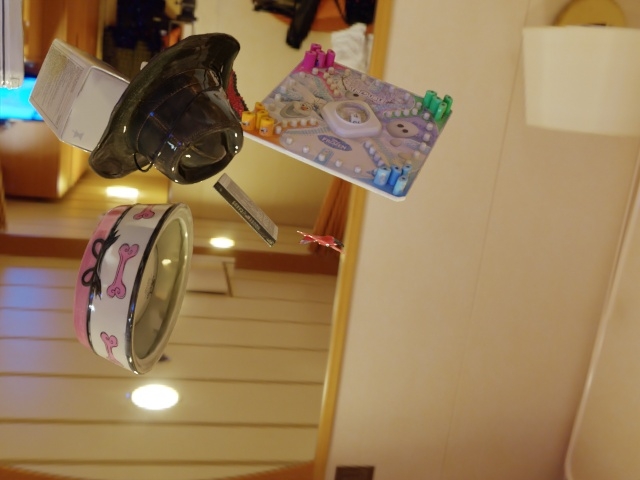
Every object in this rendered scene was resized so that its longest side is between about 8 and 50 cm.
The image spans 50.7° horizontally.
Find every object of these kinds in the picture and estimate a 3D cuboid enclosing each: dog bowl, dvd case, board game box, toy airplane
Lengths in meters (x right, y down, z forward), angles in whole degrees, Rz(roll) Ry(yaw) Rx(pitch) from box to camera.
[{"bbox_3d":[-0.428,0.096,1.564,0.150,0.407,0.408,12,-167,3],"label":"dog bowl"},{"bbox_3d":[-0.216,-0.094,1.987,0.238,0.029,0.179,46,-172,-11],"label":"dvd case"},{"bbox_3d":[0.074,-0.287,1.521,0.390,0.050,0.390,24,-134,10],"label":"board game box"},{"bbox_3d":[0.000,0.000,1.706,0.151,0.028,0.151,16,169,3],"label":"toy airplane"}]

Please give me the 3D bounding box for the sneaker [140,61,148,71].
[{"bbox_3d":[-0.389,-0.434,1.782,0.095,0.090,0.235,5,-157,9],"label":"sneaker"}]

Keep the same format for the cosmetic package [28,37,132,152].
[{"bbox_3d":[-0.456,-0.278,1.319,0.129,0.153,0.296,21,-169,-39],"label":"cosmetic package"}]

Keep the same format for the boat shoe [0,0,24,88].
[{"bbox_3d":[-0.580,-0.418,1.184,0.094,0.302,0.109,-4,175,-34],"label":"boat shoe"}]

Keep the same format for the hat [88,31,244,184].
[{"bbox_3d":[-0.197,-0.175,1.068,0.134,0.331,0.331,42,-162,4],"label":"hat"}]

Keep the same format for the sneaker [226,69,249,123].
[{"bbox_3d":[-0.332,-0.474,2.219,0.104,0.261,0.125,-4,157,-43],"label":"sneaker"}]
